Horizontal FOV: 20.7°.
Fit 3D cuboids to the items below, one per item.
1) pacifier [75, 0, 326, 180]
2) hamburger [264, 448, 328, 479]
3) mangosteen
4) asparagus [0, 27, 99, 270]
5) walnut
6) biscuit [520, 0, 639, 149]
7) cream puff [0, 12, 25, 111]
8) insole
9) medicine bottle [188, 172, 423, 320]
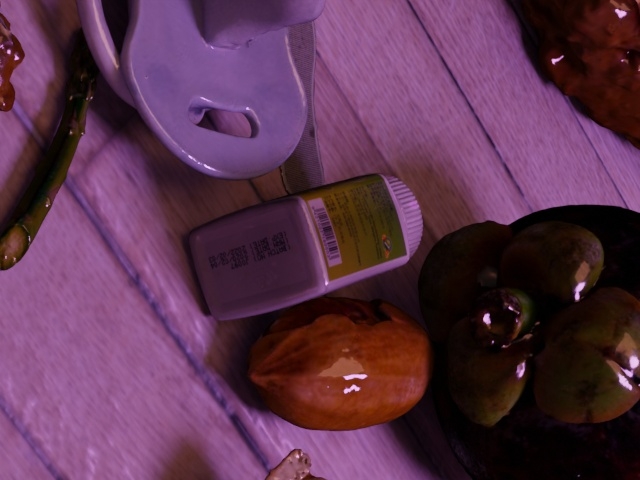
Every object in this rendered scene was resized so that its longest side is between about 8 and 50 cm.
[{"bbox_3d":[-0.068,-0.195,1.397,0.227,0.207,0.279,11,69,-47],"label":"pacifier"},{"bbox_3d":[-0.047,0.296,1.312,0.124,0.131,0.262,33,50,5],"label":"hamburger"},{"bbox_3d":[0.225,0.114,1.579,0.300,0.300,0.300,21,61,-45],"label":"mangosteen"},{"bbox_3d":[-0.201,-0.073,1.337,0.034,0.027,0.236,31,53,-22],"label":"asparagus"},{"bbox_3d":[0.015,0.104,1.479,0.207,0.115,0.116,-6,82,-44],"label":"walnut"},{"bbox_3d":[0.390,-0.271,2.011,0.395,0.166,0.343,36,53,-36],"label":"biscuit"},{"bbox_3d":[-0.268,-0.134,1.233,0.116,0.094,0.122,20,85,-41],"label":"cream puff"},{"bbox_3d":[-0.025,-0.144,1.594,0.080,0.003,0.232,11,68,-48],"label":"insole"},{"bbox_3d":[0.000,0.000,1.470,0.188,0.132,0.088,-18,90,-53],"label":"medicine bottle"}]
